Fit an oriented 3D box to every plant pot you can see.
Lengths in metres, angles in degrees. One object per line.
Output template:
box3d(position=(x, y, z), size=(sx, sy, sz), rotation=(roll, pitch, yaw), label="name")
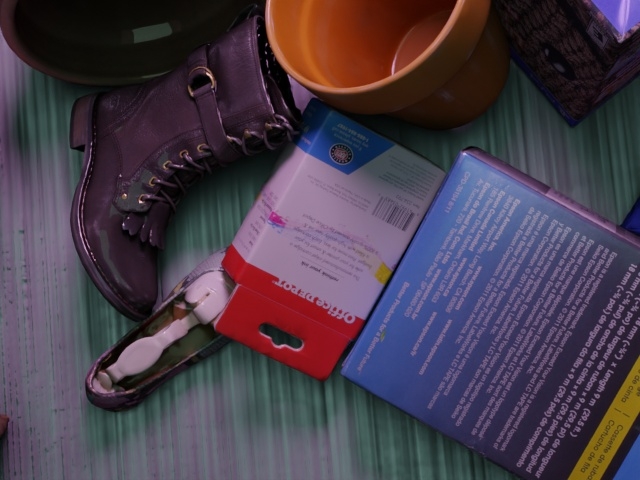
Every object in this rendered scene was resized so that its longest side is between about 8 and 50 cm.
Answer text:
box3d(position=(0.083, -0.194, 1.573), size=(0.205, 0.188, 0.205), rotation=(-11, 66, 27), label="plant pot")
box3d(position=(-0.190, -0.309, 1.622), size=(0.263, 0.263, 0.229), rotation=(-15, 62, -1), label="plant pot")

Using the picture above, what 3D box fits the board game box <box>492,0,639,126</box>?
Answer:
box3d(position=(0.231, -0.265, 1.555), size=(0.141, 0.291, 0.232), rotation=(-38, 81, -6), label="board game box")

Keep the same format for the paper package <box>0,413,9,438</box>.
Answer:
box3d(position=(-0.507, 0.198, 1.541), size=(0.309, 0.168, 0.325), rotation=(40, 84, -6), label="paper package")

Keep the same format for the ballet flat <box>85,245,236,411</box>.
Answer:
box3d(position=(-0.134, 0.085, 1.618), size=(0.221, 0.079, 0.077), rotation=(-39, 89, -5), label="ballet flat")

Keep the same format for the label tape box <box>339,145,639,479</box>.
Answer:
box3d(position=(0.222, 0.097, 1.564), size=(0.334, 0.106, 0.240), rotation=(30, 99, 7), label="label tape box")

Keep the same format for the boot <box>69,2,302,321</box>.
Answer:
box3d(position=(-0.121, -0.074, 1.587), size=(0.229, 0.091, 0.263), rotation=(-19, 70, 24), label="boot")

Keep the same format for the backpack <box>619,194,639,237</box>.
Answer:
box3d(position=(0.358, -0.036, 1.613), size=(0.098, 0.101, 0.120), rotation=(32, 80, 0), label="backpack")

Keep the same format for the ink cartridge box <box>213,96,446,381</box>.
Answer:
box3d(position=(0.000, 0.000, 1.590), size=(0.134, 0.078, 0.231), rotation=(27, 97, -20), label="ink cartridge box")
